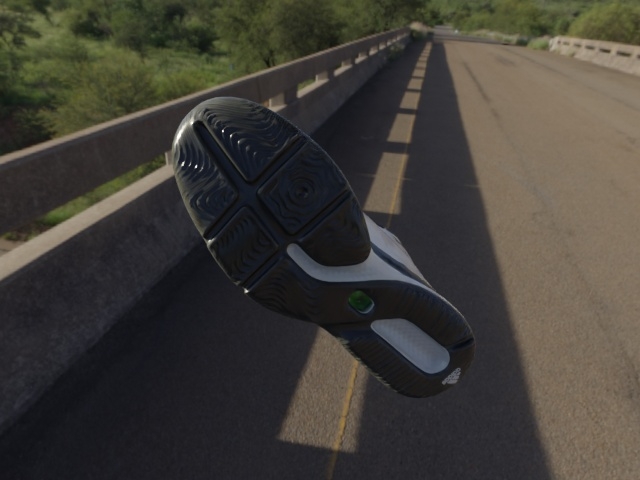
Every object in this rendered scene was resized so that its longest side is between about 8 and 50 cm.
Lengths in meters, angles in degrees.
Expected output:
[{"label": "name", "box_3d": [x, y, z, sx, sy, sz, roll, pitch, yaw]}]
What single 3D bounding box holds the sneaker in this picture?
[{"label": "sneaker", "box_3d": [0.000, 0.001, 0.615, 0.169, 0.447, 0.257, -43, 16, 7]}]
